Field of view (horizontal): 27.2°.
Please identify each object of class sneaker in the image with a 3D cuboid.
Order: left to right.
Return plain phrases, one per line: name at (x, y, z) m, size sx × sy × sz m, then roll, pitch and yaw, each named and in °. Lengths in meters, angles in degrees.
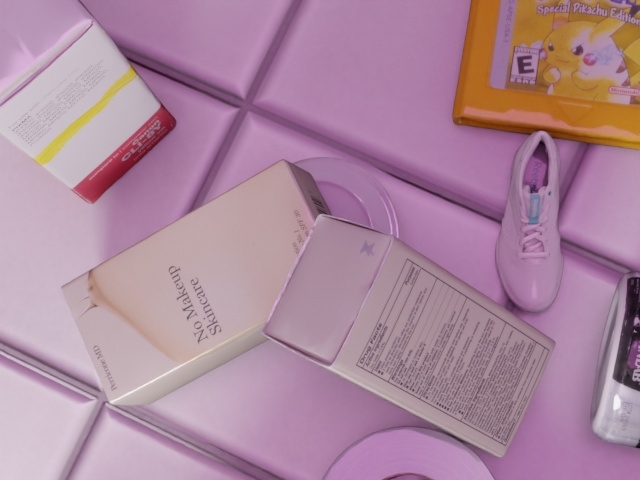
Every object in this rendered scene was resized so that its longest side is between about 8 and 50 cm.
sneaker at (0.246, -0.025, 1.541) m, size 0.080 × 0.094 × 0.212 m, roll 1°, pitch 80°, yaw 5°

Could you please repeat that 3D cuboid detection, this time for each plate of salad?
plate of salad at (0.000, 0.000, 1.583) m, size 0.199 × 0.048 × 0.200 m, roll -2°, pitch 82°, yaw 16°

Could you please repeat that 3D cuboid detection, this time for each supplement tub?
supplement tub at (0.465, 0.153, 1.434) m, size 0.315 × 0.193 × 0.194 m, roll 12°, pitch 81°, yaw 8°

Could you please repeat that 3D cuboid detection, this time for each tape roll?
tape roll at (0.101, 0.322, 1.505) m, size 0.219 × 0.072 × 0.219 m, roll -1°, pitch 80°, yaw 5°

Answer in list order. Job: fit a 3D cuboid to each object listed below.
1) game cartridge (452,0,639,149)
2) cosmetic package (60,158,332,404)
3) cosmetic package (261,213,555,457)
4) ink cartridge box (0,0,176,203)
game cartridge at (0.323, -0.279, 1.601) m, size 0.285 × 0.053 × 0.324 m, roll 8°, pitch 82°, yaw 8°
cosmetic package at (-0.123, 0.053, 1.530) m, size 0.309 × 0.113 × 0.160 m, roll -30°, pitch 76°, yaw 11°
cosmetic package at (0.101, 0.106, 1.426) m, size 0.129 × 0.296 × 0.153 m, roll 19°, pitch 79°, yaw 50°
ink cartridge box at (-0.340, -0.226, 1.494) m, size 0.160 × 0.385 × 0.279 m, roll -41°, pitch 78°, yaw -2°
